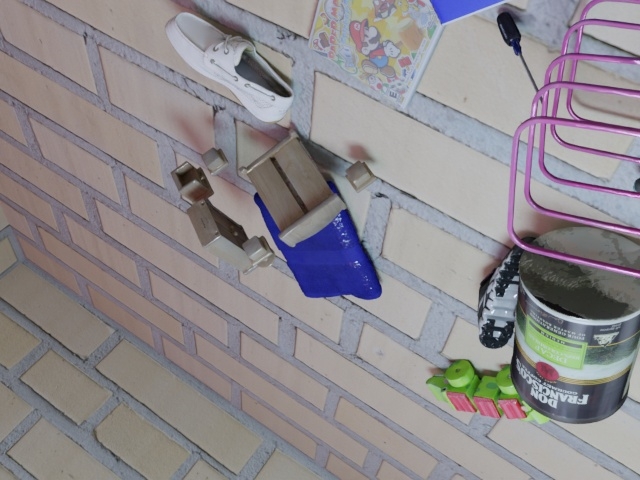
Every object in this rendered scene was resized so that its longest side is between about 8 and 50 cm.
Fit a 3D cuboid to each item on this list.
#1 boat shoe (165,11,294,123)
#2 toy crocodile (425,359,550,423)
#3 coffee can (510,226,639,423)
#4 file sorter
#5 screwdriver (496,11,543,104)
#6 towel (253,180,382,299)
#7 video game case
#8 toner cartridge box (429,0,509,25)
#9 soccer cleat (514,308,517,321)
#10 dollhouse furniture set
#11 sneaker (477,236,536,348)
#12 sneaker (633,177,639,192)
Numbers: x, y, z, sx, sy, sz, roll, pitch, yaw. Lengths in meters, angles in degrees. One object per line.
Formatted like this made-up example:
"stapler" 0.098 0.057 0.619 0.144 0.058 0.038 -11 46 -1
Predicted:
"boat shoe" -0.160 -0.341 1.228 0.277 0.098 0.096 37 147 -10
"toy crocodile" 0.374 0.346 1.459 0.341 0.105 0.115 -6 124 49
"coffee can" 0.426 0.144 1.091 0.202 0.201 0.275 19 140 30
"file sorter" 0.348 -0.130 0.760 0.182 0.290 0.202 16 139 25
"screwdriver" 0.269 -0.239 0.879 0.025 0.170 0.024 -28 150 36
"towel" 0.000 0.000 1.480 0.228 0.076 0.308 -2 127 37
"video game case" 0.088 -0.343 1.033 0.206 0.026 0.227 35 146 9
"toner cartridge box" 0.288 -0.349 0.701 0.348 0.165 0.075 -5 125 48
"soccer cleat" 0.395 0.150 1.285 0.083 0.029 0.035 5 137 48
"dollhouse furniture set" -0.084 -0.106 1.368 0.303 0.355 0.174 59 -172 29
"sneaker" 0.340 0.081 1.215 0.078 0.106 0.234 9 120 -7
"sneaker" 0.518 -0.076 0.891 0.166 0.065 0.076 14 122 30
